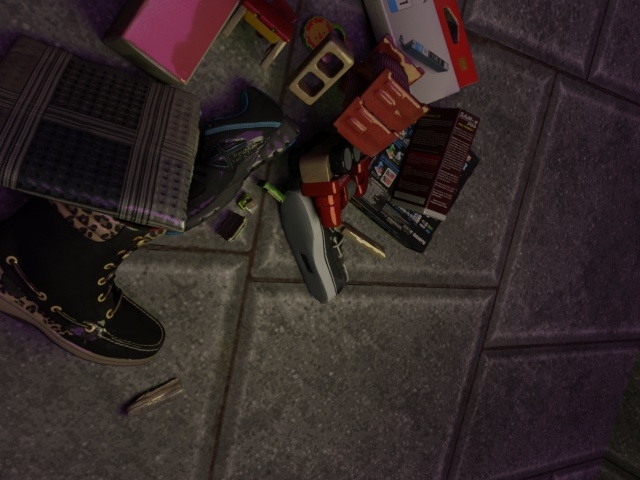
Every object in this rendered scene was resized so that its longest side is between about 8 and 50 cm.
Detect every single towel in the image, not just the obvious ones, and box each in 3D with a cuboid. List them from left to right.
[{"bbox_3d":[-0.341,-0.164,0.847,0.312,0.324,0.056,15,134,-20],"label":"towel"}]

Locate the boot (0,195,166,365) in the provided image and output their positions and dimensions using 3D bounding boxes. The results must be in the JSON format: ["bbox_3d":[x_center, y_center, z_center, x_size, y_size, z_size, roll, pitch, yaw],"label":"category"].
[{"bbox_3d":[-0.362,0.050,0.939,0.284,0.138,0.377,-39,121,20],"label":"boot"}]

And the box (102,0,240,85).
[{"bbox_3d":[-0.239,-0.393,0.938,0.127,0.148,0.232,34,84,-35],"label":"box"}]

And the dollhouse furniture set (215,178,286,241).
[{"bbox_3d":[-0.144,-0.050,1.155,0.058,0.076,0.151,41,80,-35],"label":"dollhouse furniture set"}]

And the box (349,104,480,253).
[{"bbox_3d":[0.224,-0.161,1.367,0.295,0.073,0.293,35,84,-35],"label":"box"}]

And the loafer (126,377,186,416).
[{"bbox_3d":[-0.347,0.328,1.169,0.125,0.039,0.045,-18,147,-25],"label":"loafer"}]

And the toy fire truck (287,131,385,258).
[{"bbox_3d":[0.057,-0.095,1.169,0.217,0.158,0.246,-50,134,-59],"label":"toy fire truck"}]

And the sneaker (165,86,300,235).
[{"bbox_3d":[-0.199,-0.152,1.079,0.139,0.125,0.341,48,71,-17],"label":"sneaker"}]

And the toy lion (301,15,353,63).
[{"bbox_3d":[0.010,-0.426,1.170,0.100,0.034,0.096,-33,113,-22],"label":"toy lion"}]

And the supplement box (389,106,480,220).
[{"bbox_3d":[0.256,-0.177,1.262,0.073,0.130,0.239,15,97,-33],"label":"supplement box"}]

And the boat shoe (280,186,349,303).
[{"bbox_3d":[0.003,0.001,1.249,0.105,0.113,0.306,-36,124,-27],"label":"boat shoe"}]

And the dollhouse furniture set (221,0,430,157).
[{"bbox_3d":[0.023,-0.354,1.050,0.374,0.201,0.152,37,123,-23],"label":"dollhouse furniture set"}]

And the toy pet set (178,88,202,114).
[{"bbox_3d":[-0.272,-0.210,1.026,0.114,0.065,0.122,-49,125,-11],"label":"toy pet set"}]

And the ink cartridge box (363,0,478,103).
[{"bbox_3d":[0.245,-0.469,1.247,0.261,0.066,0.296,-26,103,-24],"label":"ink cartridge box"}]
